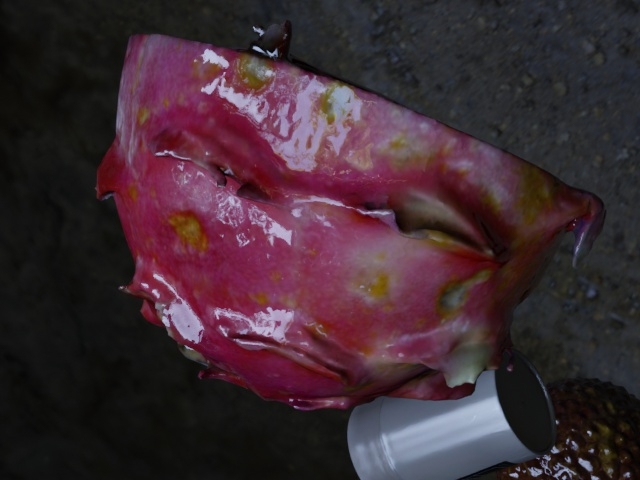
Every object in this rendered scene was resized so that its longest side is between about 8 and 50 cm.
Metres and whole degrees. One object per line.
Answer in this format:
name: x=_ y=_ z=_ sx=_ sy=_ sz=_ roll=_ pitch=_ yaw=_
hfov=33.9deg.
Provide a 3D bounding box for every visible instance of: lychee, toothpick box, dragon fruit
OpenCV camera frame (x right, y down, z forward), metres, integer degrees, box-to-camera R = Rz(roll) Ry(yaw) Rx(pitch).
lychee: x=0.356 y=0.306 z=1.390 sx=0.271 sy=0.236 sz=0.235 roll=54 pitch=137 yaw=30
toothpick box: x=0.126 y=0.184 z=1.034 sx=0.181 sy=0.111 sz=0.111 roll=-27 pitch=101 yaw=33
dragon fruit: x=0.000 y=0.000 z=0.803 sx=0.386 sy=0.371 sz=0.248 roll=21 pitch=92 yaw=27
